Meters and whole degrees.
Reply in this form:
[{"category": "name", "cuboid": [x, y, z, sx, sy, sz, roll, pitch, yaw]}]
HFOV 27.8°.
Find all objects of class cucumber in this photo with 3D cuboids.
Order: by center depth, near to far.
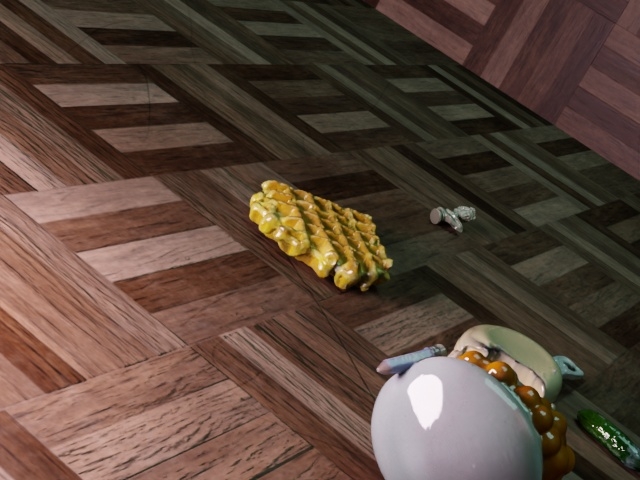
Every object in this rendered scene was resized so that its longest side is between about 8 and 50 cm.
[{"category": "cucumber", "cuboid": [0.436, 0.297, 1.902, 0.155, 0.037, 0.037, 42, 24, 32]}]

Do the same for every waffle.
[{"category": "waffle", "cuboid": [0.000, 0.000, 2.001, 0.229, 0.057, 0.219, 19, 23, -23]}]

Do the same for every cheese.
[{"category": "cheese", "cuboid": [0.300, 0.180, 1.948, 0.163, 0.071, 0.249, 37, 22, 17]}]

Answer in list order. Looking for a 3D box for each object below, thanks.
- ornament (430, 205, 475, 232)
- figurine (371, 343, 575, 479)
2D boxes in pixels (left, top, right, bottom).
[{"category": "ornament", "cuboid": [0.248, -0.044, 2.451, 0.068, 0.041, 0.092, 30, 29, 18]}, {"category": "figurine", "cuboid": [0.193, 0.247, 1.545, 0.224, 0.205, 0.382, 34, 1, 22]}]
